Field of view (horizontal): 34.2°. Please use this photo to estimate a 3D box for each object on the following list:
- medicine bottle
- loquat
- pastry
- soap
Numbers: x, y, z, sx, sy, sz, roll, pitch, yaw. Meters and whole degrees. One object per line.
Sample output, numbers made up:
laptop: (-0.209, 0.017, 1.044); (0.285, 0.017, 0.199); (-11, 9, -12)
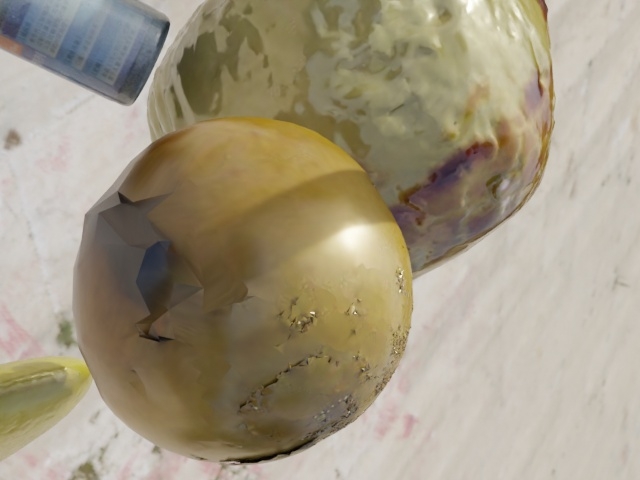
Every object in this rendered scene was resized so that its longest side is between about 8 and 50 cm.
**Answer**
medicine bottle: (-0.220, -0.180, 0.793); (0.083, 0.203, 0.083); (-54, -161, 29)
loquat: (-0.050, 0.034, 0.702); (0.235, 0.235, 0.235); (-38, 137, -46)
pastry: (0.042, -0.116, 0.952); (0.388, 0.312, 0.388); (-37, 174, -5)
soap: (-0.497, 0.263, 1.419); (0.306, 0.427, 0.115); (-1, 62, -54)
